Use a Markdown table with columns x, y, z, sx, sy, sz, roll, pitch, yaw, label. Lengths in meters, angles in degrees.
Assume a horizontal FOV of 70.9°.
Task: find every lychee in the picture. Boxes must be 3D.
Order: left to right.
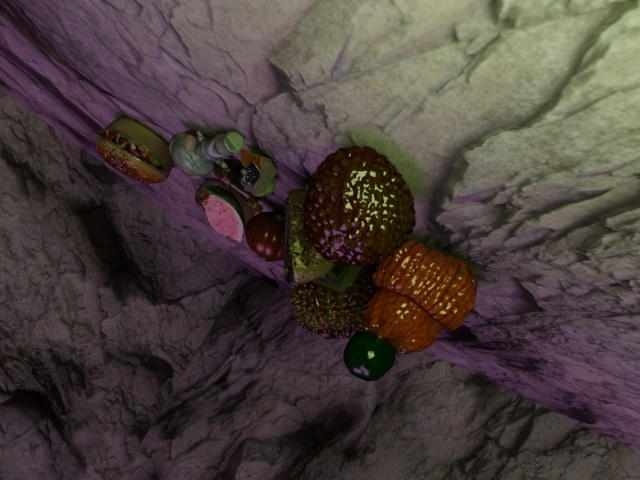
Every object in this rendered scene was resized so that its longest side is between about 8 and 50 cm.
| x | y | z | sx | sy | sz | roll | pitch | yaw | label |
| --- | --- | --- | --- | --- | --- | --- | --- | --- | --- |
| 0.078 | -0.066 | 0.927 | 0.236 | 0.236 | 0.271 | 23 | 140 | 26 | lychee |

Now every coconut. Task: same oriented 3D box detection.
| x | y | z | sx | sy | sz | roll | pitch | yaw | label |
| --- | --- | --- | --- | --- | --- | --- | --- | --- | --- |
| -0.176 | -0.171 | 1.357 | 0.088 | 0.088 | 0.096 | 19 | 143 | 40 | coconut |

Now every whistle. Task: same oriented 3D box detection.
| x | y | z | sx | sy | sz | roll | pitch | yaw | label |
| --- | --- | --- | --- | --- | --- | --- | --- | --- | --- |
| -0.339 | -0.262 | 1.312 | 0.346 | 0.134 | 0.142 | -1 | 107 | 47 | whistle |

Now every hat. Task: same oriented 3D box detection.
| x | y | z | sx | sy | sz | roll | pitch | yaw | label |
| --- | --- | --- | --- | --- | --- | --- | --- | --- | --- |
| 0.247 | 0.213 | 1.213 | 0.285 | 0.400 | 0.285 | 25 | 164 | 8 | hat |

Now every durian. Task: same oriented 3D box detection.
| x | y | z | sx | sy | sz | roll | pitch | yaw | label |
| --- | --- | --- | --- | --- | --- | --- | --- | --- | --- |
| 0.065 | 0.221 | 1.738 | 0.384 | 0.347 | 0.347 | -6 | -177 | -25 | durian |

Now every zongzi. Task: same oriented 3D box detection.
| x | y | z | sx | sy | sz | roll | pitch | yaw | label |
| --- | --- | --- | --- | --- | --- | --- | --- | --- | --- |
| -0.261 | -0.201 | 1.487 | 0.187 | 0.084 | 0.184 | 42 | -175 | -8 | zongzi |

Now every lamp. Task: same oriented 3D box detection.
| x | y | z | sx | sy | sz | roll | pitch | yaw | label |
| --- | --- | --- | --- | --- | --- | --- | --- | --- | --- |
| -0.171 | -0.019 | 1.675 | 0.223 | 0.196 | 0.223 | 18 | -159 | -7 | lamp |

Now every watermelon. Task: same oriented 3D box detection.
| x | y | z | sx | sy | sz | roll | pitch | yaw | label |
| --- | --- | --- | --- | --- | --- | --- | --- | --- | --- |
| -0.333 | -0.122 | 1.641 | 0.128 | 0.146 | 0.231 | -2 | 126 | 10 | watermelon |

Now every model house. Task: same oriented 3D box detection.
| x | y | z | sx | sy | sz | roll | pitch | yaw | label |
| --- | --- | --- | --- | --- | --- | --- | --- | --- | --- |
| -0.193 | -0.197 | 1.259 | 0.088 | 0.100 | 0.100 | 26 | 165 | 25 | model house |
| 0.000 | 0.000 | 1.428 | 0.218 | 0.205 | 0.278 | 11 | 150 | 52 | model house |

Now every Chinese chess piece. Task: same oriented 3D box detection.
| x | y | z | sx | sy | sz | roll | pitch | yaw | label |
| --- | --- | --- | --- | --- | --- | --- | --- | --- | --- |
| -0.395 | -0.148 | 1.868 | 0.257 | 0.104 | 0.257 | 28 | 167 | 7 | Chinese chess piece |

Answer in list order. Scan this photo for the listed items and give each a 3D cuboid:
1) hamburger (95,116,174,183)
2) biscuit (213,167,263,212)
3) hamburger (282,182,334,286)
| x | y | z | sx | sy | sz | roll | pitch | yaw | label |
| --- | --- | --- | --- | --- | --- | --- | --- | --- | --- |
| -0.701 | -0.327 | 1.700 | 0.300 | 0.176 | 0.300 | 27 | 168 | 6 | hamburger |
| -0.301 | -0.179 | 1.605 | 0.239 | 0.041 | 0.212 | 41 | 180 | -25 | biscuit |
| -0.014 | -0.015 | 1.256 | 0.192 | 0.288 | 0.167 | -2 | 177 | -1 | hamburger |
